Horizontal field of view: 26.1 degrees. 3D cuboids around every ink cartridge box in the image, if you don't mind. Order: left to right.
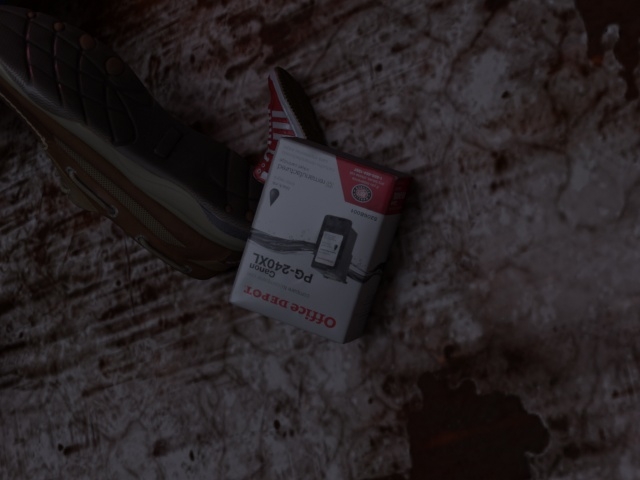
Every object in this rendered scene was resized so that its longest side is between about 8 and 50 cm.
[{"bbox_3d":[0.000,0.000,1.165,0.109,0.063,0.151,19,98,13],"label":"ink cartridge box"}]

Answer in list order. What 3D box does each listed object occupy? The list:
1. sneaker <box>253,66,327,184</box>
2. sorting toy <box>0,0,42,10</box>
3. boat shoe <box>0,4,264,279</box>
[{"bbox_3d":[-0.036,-0.092,1.234,0.067,0.042,0.118,-32,70,28],"label":"sneaker"},{"bbox_3d":[-0.345,-0.228,1.397,0.255,0.089,0.257,-25,43,50],"label":"sorting toy"},{"bbox_3d":[-0.194,-0.077,1.235,0.324,0.123,0.116,40,125,-3],"label":"boat shoe"}]
